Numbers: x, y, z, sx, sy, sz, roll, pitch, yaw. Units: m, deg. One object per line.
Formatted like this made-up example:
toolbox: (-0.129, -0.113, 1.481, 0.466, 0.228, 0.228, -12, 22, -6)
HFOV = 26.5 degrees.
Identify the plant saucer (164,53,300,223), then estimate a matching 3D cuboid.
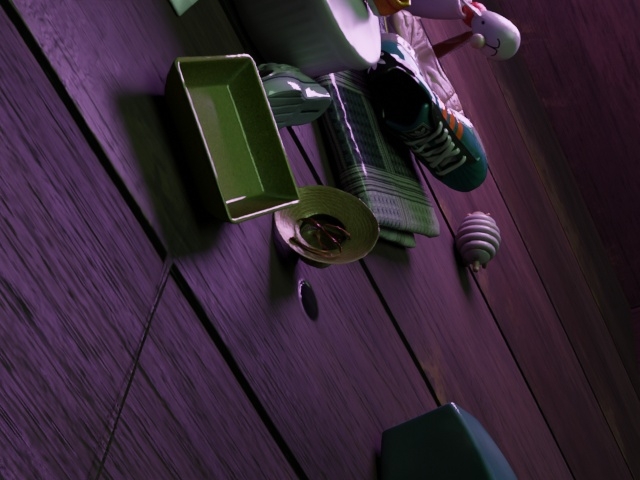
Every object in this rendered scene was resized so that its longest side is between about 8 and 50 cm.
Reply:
plant saucer: (-0.106, -0.113, 1.530, 0.188, 0.045, 0.188, -20, 92, -65)

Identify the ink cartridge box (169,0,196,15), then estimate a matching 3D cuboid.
ink cartridge box: (-0.165, -0.440, 1.602, 0.239, 0.060, 0.275, -45, 122, -26)

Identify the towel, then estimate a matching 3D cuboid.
towel: (0.074, -0.145, 2.096, 0.324, 0.056, 0.312, 9, 61, -66)

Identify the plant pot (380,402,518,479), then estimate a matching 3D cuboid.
plant pot: (0.173, 0.341, 1.734, 0.165, 0.166, 0.234, 39, 29, -57)

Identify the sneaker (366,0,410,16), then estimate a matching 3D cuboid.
sneaker: (0.072, -0.387, 1.878, 0.175, 0.067, 0.064, 52, 28, -41)

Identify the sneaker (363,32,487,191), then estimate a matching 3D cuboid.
sneaker: (0.158, -0.177, 2.122, 0.302, 0.108, 0.121, 50, 26, -22)

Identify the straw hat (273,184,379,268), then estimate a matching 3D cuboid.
straw hat: (0.000, 0.000, 1.703, 0.144, 0.144, 0.061, -86, -171, -49)

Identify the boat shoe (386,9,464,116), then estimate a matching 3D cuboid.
boat shoe: (0.166, -0.256, 2.364, 0.103, 0.092, 0.285, -33, 101, -46)

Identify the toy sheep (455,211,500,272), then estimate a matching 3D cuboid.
toy sheep: (0.286, 0.003, 2.471, 0.091, 0.091, 0.132, 49, 34, -47)

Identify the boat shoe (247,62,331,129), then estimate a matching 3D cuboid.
boat shoe: (-0.062, -0.185, 1.723, 0.076, 0.083, 0.226, 47, 14, 11)

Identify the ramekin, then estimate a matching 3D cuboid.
ramekin: (-0.029, -0.346, 1.861, 0.273, 0.127, 0.273, 55, 25, -41)

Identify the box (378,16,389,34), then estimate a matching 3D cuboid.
box: (0.036, -0.443, 2.237, 0.216, 0.060, 0.270, 44, 33, -55)

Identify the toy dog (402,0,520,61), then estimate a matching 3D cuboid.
toy dog: (0.193, -0.423, 2.397, 0.161, 0.334, 0.220, -14, 111, -33)
